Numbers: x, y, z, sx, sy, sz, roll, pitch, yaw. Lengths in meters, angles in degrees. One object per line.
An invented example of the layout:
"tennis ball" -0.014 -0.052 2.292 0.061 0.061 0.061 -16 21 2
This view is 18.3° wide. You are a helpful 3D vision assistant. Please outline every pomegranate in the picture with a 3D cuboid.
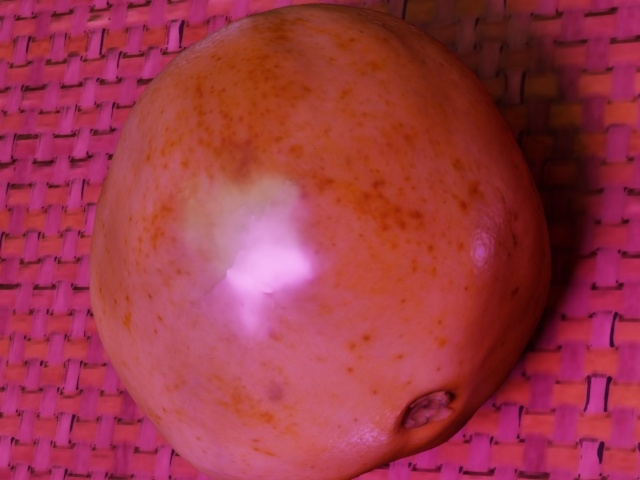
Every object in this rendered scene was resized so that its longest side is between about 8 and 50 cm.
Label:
"pomegranate" 0.003 0.004 0.941 0.233 0.233 0.233 -10 73 34
